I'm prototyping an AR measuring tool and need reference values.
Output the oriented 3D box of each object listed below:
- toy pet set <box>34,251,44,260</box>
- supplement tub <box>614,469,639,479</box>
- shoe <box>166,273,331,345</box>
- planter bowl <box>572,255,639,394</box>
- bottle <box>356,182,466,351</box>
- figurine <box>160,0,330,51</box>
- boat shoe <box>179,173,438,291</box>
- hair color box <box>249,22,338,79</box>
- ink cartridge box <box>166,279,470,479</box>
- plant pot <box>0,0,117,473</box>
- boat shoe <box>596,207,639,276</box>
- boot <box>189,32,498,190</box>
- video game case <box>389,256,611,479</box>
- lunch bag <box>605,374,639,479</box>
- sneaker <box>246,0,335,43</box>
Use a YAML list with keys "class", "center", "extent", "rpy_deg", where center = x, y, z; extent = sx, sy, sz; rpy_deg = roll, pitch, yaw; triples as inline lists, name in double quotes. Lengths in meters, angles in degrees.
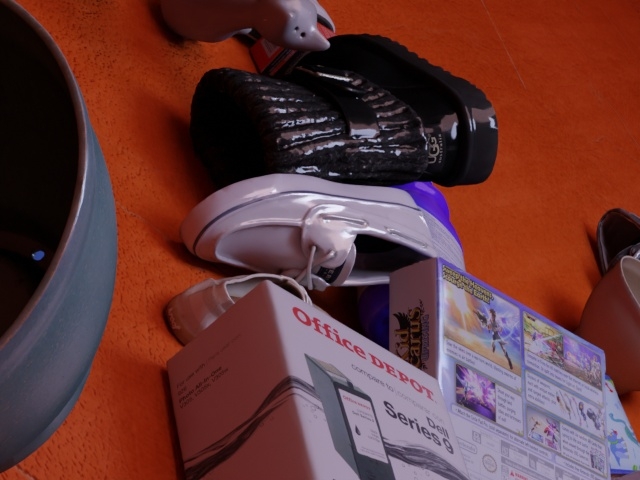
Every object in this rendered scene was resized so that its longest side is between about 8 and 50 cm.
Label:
- class: "toy pet set"
  center: [-0.199, 0.028, 1.279]
  extent: [0.114, 0.065, 0.122]
  rpy_deg: [41, 23, -20]
- class: "supplement tub"
  center: [0.308, 0.368, 1.451]
  extent: [0.325, 0.235, 0.235]
  rpy_deg: [48, 22, -4]
- class: "shoe"
  center: [-0.040, 0.067, 1.517]
  extent: [0.219, 0.058, 0.076]
  rpy_deg: [11, 44, -56]
- class: "planter bowl"
  center: [0.368, 0.115, 2.129]
  extent: [0.162, 0.109, 0.162]
  rpy_deg: [40, 24, -21]
- class: "bottle"
  center: [0.087, 0.014, 1.795]
  extent: [0.118, 0.092, 0.283]
  rpy_deg: [43, 22, -26]
- class: "figurine"
  center: [-0.110, -0.248, 1.728]
  extent: [0.215, 0.092, 0.209]
  rpy_deg: [30, -5, -40]
- class: "boat shoe"
  center: [0.000, 0.000, 1.587]
  extent: [0.258, 0.095, 0.084]
  rpy_deg: [-4, 49, -35]
- class: "hair color box"
  center: [-0.003, -0.193, 1.985]
  extent: [0.141, 0.072, 0.043]
  rpy_deg: [25, 29, -44]
- class: "ink cartridge box"
  center: [0.014, 0.196, 1.329]
  extent: [0.211, 0.121, 0.289]
  rpy_deg: [33, 27, -36]
- class: "plant pot"
  center: [-0.234, 0.024, 0.994]
  extent: [0.293, 0.293, 0.196]
  rpy_deg: [64, 0, 32]
- class: "boat shoe"
  center: [0.417, 0.062, 2.328]
  extent: [0.119, 0.121, 0.335]
  rpy_deg: [33, 15, -16]
- class: "boot"
  center: [-0.019, -0.122, 1.767]
  extent: [0.260, 0.131, 0.348]
  rpy_deg: [-8, 15, -26]
- class: "video game case"
  center: [0.165, 0.175, 1.618]
  extent: [0.269, 0.061, 0.244]
  rpy_deg: [29, 53, -41]
- class: "lunch bag"
  center: [0.243, 0.196, 1.802]
  extent: [0.151, 0.096, 0.129]
  rpy_deg: [10, 45, -36]
- class: "sneaker"
  center: [-0.101, -0.297, 1.946]
  extent: [0.290, 0.106, 0.123]
  rpy_deg: [38, 18, -51]
